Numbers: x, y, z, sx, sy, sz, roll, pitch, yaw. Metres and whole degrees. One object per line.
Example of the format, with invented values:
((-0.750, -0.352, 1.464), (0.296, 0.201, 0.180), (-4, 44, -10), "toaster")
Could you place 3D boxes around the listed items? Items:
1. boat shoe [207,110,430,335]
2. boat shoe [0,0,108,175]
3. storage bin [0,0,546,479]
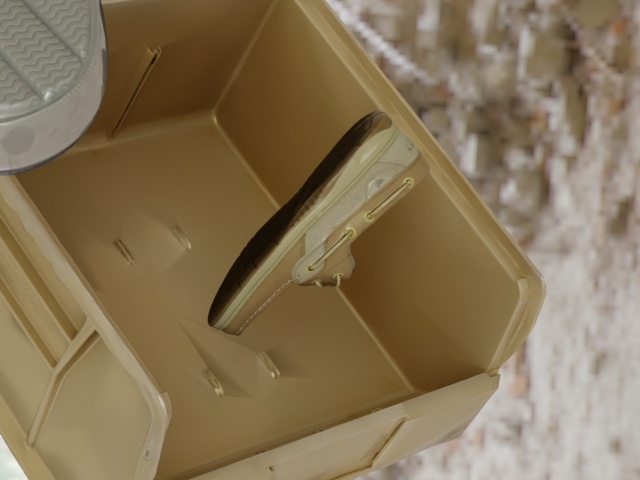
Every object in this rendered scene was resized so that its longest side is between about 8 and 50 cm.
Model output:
((0.000, 0.000, 0.961), (0.135, 0.045, 0.050), (-48, 15, 9), "boat shoe")
((-0.172, -0.115, 0.796), (0.302, 0.109, 0.094), (50, 155, 36), "boat shoe")
((-0.060, 0.004, 1.012), (0.260, 0.262, 0.123), (53, 133, 22), "storage bin")
